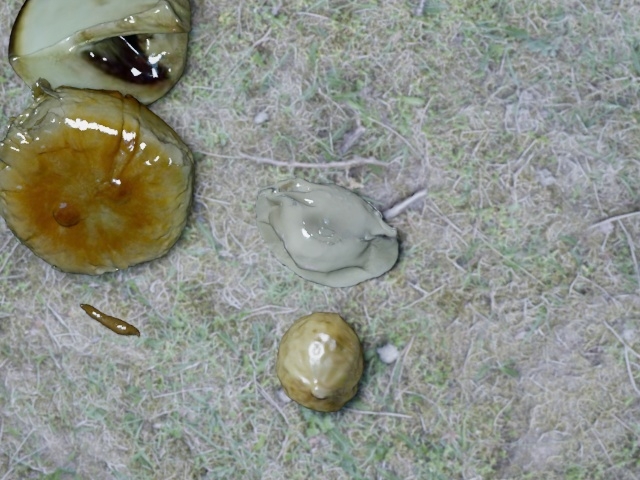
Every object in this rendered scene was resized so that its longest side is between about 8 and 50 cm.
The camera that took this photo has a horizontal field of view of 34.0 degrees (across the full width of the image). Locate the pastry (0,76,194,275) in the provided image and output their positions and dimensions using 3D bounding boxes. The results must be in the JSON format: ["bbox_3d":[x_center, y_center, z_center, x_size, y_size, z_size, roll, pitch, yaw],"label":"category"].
[{"bbox_3d":[-0.357,-0.088,1.647,0.329,0.136,0.330,-2,122,-4],"label":"pastry"}]

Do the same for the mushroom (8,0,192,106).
[{"bbox_3d":[-0.319,-0.346,1.677,0.292,0.218,0.212,-23,133,21],"label":"mushroom"}]

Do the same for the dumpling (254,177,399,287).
[{"bbox_3d":[0.000,0.000,1.672,0.247,0.142,0.173,25,130,-3],"label":"dumpling"}]

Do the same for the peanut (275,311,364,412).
[{"bbox_3d":[0.000,0.192,1.679,0.140,0.109,0.159,18,83,-6],"label":"peanut"}]

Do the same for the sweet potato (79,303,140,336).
[{"bbox_3d":[-0.354,0.134,1.749,0.115,0.026,0.026,27,95,2],"label":"sweet potato"}]
